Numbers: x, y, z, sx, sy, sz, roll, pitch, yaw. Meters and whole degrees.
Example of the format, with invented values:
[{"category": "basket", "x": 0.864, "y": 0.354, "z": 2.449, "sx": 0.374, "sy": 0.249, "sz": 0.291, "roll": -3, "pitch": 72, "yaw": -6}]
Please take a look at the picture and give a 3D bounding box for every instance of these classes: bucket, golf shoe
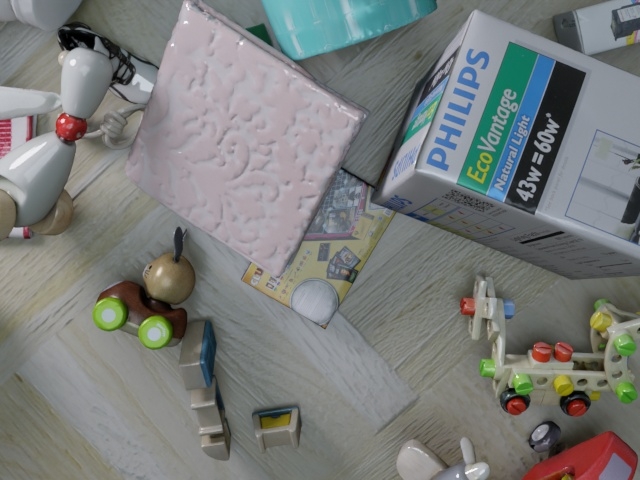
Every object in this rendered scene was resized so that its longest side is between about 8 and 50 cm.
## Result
[{"category": "bucket", "x": 0.032, "y": -0.386, "z": 1.223, "sx": 0.281, "sy": 0.281, "sz": 0.183, "roll": -19, "pitch": 107, "yaw": 3}, {"category": "golf shoe", "x": -0.329, "y": -0.272, "z": 1.328, "sx": 0.198, "sy": 0.094, "sz": 0.077, "roll": 29, "pitch": 97, "yaw": -5}]

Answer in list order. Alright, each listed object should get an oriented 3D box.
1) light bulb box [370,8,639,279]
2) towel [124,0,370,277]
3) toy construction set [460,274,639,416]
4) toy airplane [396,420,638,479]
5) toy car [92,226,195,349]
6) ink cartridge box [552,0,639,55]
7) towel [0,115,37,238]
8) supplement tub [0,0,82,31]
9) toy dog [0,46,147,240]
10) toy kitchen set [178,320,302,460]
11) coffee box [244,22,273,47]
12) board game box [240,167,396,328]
[{"category": "light bulb box", "x": 0.297, "y": -0.109, "z": 1.202, "sx": 0.361, "sy": 0.358, "sz": 0.225, "roll": 21, "pitch": 84, "yaw": -4}, {"category": "towel", "x": -0.124, "y": -0.146, "z": 1.278, "sx": 0.317, "sy": 0.053, "sz": 0.332, "roll": 33, "pitch": 124, "yaw": 6}, {"category": "toy construction set", "x": 0.380, "y": 0.172, "z": 1.360, "sx": 0.327, "sy": 0.151, "sz": 0.215, "roll": 11, "pitch": 123, "yaw": 6}, {"category": "toy airplane", "x": 0.313, "y": 0.496, "z": 1.348, "sx": 0.386, "sy": 0.272, "sz": 0.384, "roll": 0, "pitch": 99, "yaw": 0}, {"category": "toy car", "x": -0.262, "y": 0.064, "z": 1.355, "sx": 0.149, "sy": 0.155, "sz": 0.188, "roll": 23, "pitch": 88, "yaw": -3}, {"category": "ink cartridge box", "x": 0.462, "y": -0.335, "z": 1.295, "sx": 0.175, "sy": 0.127, "sz": 0.072, "roll": -15, "pitch": 101, "yaw": 3}, {"category": "towel", "x": -0.634, "y": -0.127, "z": 1.381, "sx": 0.329, "sy": 0.037, "sz": 0.237, "roll": 5, "pitch": 99, "yaw": -1}, {"category": "supplement tub", "x": -0.509, "y": -0.463, "z": 1.217, "sx": 0.331, "sy": 0.241, "sz": 0.241, "roll": 25, "pitch": 98, "yaw": 1}, {"category": "toy dog", "x": -0.438, "y": -0.152, "z": 1.297, "sx": 0.161, "sy": 0.220, "sz": 0.334, "roll": 37, "pitch": 86, "yaw": 21}, {"category": "toy kitchen set", "x": -0.128, "y": 0.242, "z": 1.411, "sx": 0.166, "sy": 0.122, "sz": 0.207, "roll": -9, "pitch": 118, "yaw": 1}, {"category": "coffee box", "x": -0.110, "y": -0.239, "z": 1.336, "sx": 0.113, "sy": 0.040, "sz": 0.184, "roll": -26, "pitch": 100, "yaw": -25}, {"category": "board game box", "x": 0.000, "y": 0.000, "z": 1.391, "sx": 0.165, "sy": 0.042, "sz": 0.243, "roll": 31, "pitch": 98, "yaw": -4}]
